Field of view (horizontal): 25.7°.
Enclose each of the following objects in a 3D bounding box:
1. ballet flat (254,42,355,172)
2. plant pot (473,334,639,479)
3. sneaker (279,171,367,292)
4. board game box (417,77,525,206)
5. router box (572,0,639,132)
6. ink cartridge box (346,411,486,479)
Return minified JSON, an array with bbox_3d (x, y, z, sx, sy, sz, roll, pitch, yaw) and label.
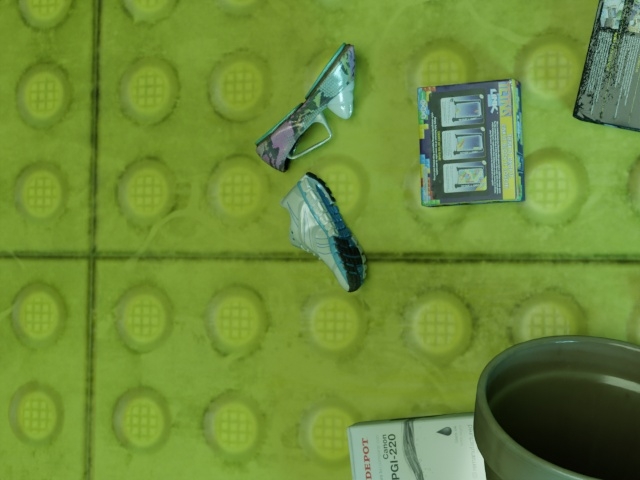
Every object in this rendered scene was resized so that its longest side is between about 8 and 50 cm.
[{"bbox_3d":[-0.004,-0.187,2.049,0.079,0.077,0.221,43,110,0],"label":"ballet flat"},{"bbox_3d":[0.338,0.320,1.754,0.323,0.323,0.280,17,119,23],"label":"plant pot"},{"bbox_3d":[0.000,0.000,2.042,0.083,0.071,0.190,-36,66,25],"label":"sneaker"},{"bbox_3d":[0.210,-0.135,1.959,0.141,0.048,0.170,-2,87,22],"label":"board game box"},{"bbox_3d":[0.422,-0.237,1.870,0.133,0.046,0.178,14,94,23],"label":"router box"},{"bbox_3d":[0.156,0.322,1.942,0.218,0.092,0.158,-9,84,25],"label":"ink cartridge box"}]
